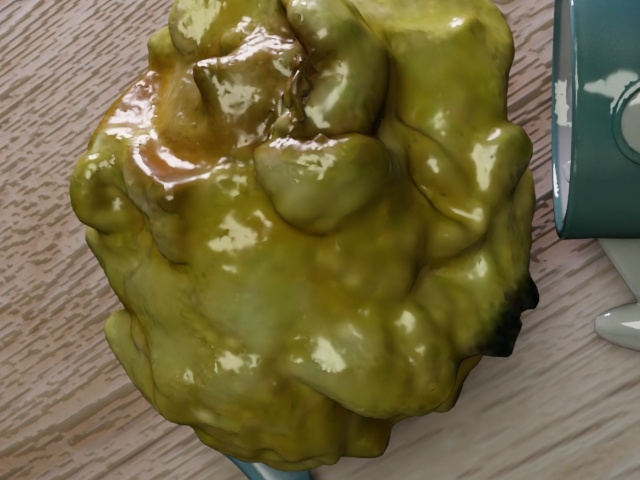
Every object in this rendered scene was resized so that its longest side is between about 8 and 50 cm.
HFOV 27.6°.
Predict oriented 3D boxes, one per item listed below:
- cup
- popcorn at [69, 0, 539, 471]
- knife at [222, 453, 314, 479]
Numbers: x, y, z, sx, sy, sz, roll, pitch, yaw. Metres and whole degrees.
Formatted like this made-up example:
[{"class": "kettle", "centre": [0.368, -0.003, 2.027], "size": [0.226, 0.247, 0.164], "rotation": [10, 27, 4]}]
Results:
[{"class": "cup", "centre": [0.213, -0.079, 0.694], "size": [0.173, 0.167, 0.299], "rotation": [-1, 107, 6]}, {"class": "popcorn", "centre": [-0.006, -0.022, 0.698], "size": [0.215, 0.252, 0.286], "rotation": [2, 74, 53]}, {"class": "knife", "centre": [-0.005, 0.179, 0.764], "size": [0.058, 0.032, 0.244], "rotation": [-29, 76, -17]}]
